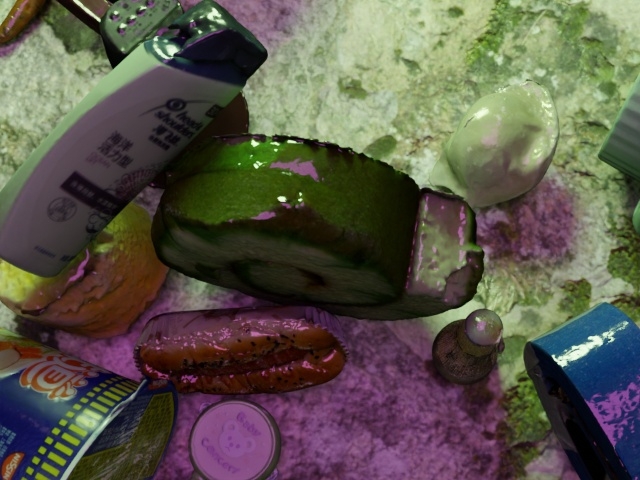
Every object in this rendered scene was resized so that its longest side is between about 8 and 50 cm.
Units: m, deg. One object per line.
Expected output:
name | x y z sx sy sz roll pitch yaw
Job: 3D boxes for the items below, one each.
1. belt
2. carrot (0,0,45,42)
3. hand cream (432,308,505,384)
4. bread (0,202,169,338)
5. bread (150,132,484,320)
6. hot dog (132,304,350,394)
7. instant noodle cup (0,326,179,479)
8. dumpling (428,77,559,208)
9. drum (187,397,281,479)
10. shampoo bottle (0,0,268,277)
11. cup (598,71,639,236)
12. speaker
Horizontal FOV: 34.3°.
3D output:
belt | 0.375 0.248 1.223 0.117 0.212 0.346 -28 80 -6
carrot | -0.405 -0.358 1.478 0.047 0.047 0.191 26 81 7
hand cream | 0.186 0.120 1.260 0.084 0.203 0.084 0 73 0
bread | -0.305 0.025 1.306 0.197 0.170 0.197 -3 80 16
bread | 0.000 0.000 1.208 0.382 0.366 0.129 6 74 12
hot dog | -0.097 0.140 1.289 0.268 0.144 0.075 -8 46 8
instant noodle cup | -0.373 0.221 1.220 0.312 0.284 0.284 26 76 15
dumpling | 0.239 -0.119 1.376 0.199 0.118 0.136 -41 75 12
drum | -0.140 0.315 1.288 0.130 0.049 0.253 28 77 8
shampoo bottle | -0.219 -0.111 1.125 0.359 0.134 0.078 -43 55 12
cup | 0.562 -0.110 1.252 0.392 0.310 0.401 27 41 12
speaker | -0.215 -0.241 1.309 0.198 0.329 0.259 -22 69 -6
